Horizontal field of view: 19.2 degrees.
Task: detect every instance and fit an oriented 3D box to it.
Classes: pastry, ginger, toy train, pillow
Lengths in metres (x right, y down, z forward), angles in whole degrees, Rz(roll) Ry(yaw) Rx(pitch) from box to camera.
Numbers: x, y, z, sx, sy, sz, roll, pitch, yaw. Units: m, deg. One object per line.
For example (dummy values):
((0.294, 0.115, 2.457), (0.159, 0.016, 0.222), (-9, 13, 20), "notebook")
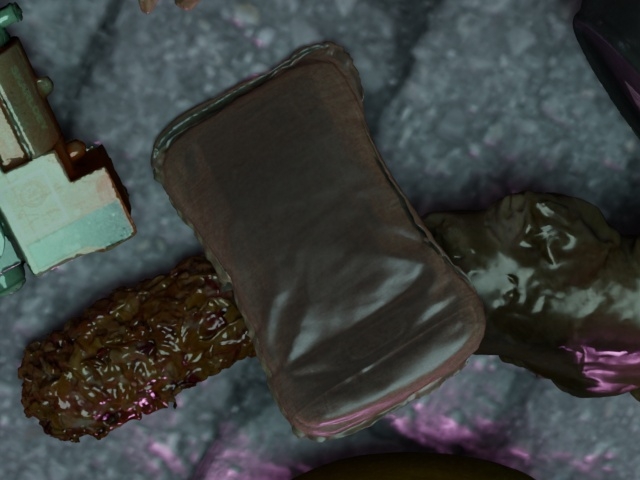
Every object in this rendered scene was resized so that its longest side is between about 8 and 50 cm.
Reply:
((-0.105, 0.069, 1.117), (0.169, 0.063, 0.087), (-32, 114, 6), "pastry")
((0.162, 0.037, 1.121), (0.333, 0.080, 0.166), (-1, 140, -4), "ginger")
((-0.188, -0.060, 1.058), (0.118, 0.074, 0.176), (-25, 108, -6), "toy train")
((-0.002, 0.002, 1.071), (0.135, 0.034, 0.211), (-29, 79, 6), "pillow")

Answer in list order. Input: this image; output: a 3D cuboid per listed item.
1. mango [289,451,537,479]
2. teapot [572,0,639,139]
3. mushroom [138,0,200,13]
((0.042, 0.193, 1.146), (0.227, 0.136, 0.099), (-14, 148, 4), "mango")
((0.274, -0.124, 1.037), (0.225, 0.171, 0.203), (-36, 143, 2), "teapot")
((-0.133, -0.220, 0.888), (0.233, 0.301, 0.208), (-19, 85, 10), "mushroom")
